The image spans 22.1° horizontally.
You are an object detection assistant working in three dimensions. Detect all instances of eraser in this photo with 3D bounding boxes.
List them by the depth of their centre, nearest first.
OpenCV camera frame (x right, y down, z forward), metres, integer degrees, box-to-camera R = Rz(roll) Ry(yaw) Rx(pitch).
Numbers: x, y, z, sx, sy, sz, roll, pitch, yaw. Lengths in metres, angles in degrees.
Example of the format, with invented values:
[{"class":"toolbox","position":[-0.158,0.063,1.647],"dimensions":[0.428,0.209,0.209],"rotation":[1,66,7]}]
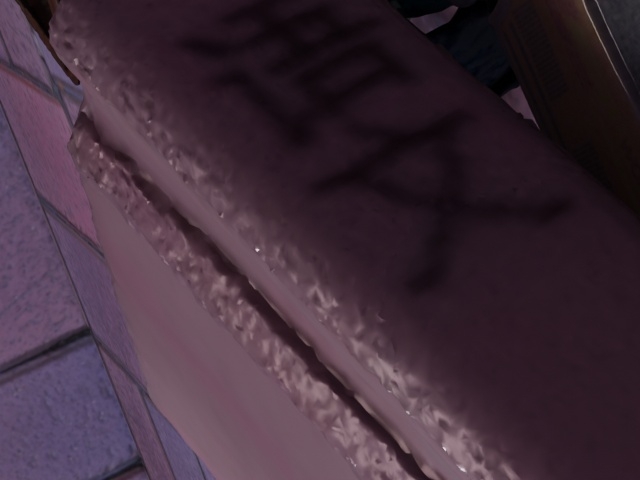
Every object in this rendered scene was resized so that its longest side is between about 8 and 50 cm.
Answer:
[{"class":"eraser","position":[0.058,0.082,0.588],"dimensions":[0.359,0.122,0.272],"rotation":[47,157,31]}]

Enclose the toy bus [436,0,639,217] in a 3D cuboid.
[{"class":"toy bus","position":[0.132,-0.065,0.576],"dimensions":[0.342,0.097,0.138],"rotation":[65,158,6]}]

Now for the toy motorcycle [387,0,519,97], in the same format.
[{"class":"toy motorcycle","position":[0.014,-0.140,0.772],"dimensions":[0.206,0.154,0.260],"rotation":[46,176,-16]}]

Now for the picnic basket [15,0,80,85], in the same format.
[{"class":"picnic basket","position":[-0.201,-0.277,1.255],"dimensions":[0.297,0.129,0.222],"rotation":[54,162,37]}]
